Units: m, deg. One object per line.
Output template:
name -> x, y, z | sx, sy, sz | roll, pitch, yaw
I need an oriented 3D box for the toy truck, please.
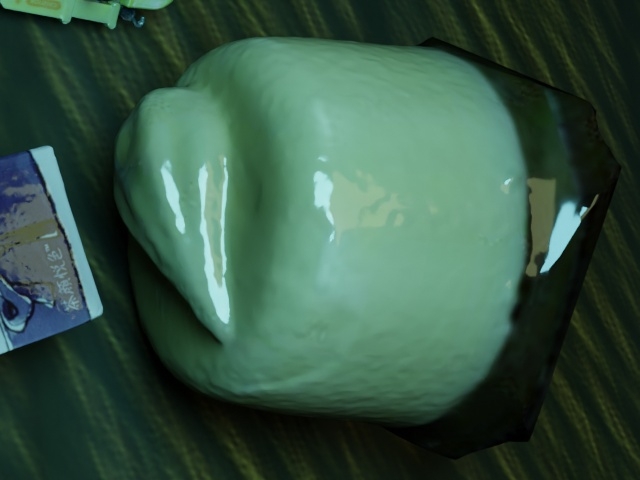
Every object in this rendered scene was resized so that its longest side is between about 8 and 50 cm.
toy truck -> -0.186, -0.222, 1.224 | 0.169, 0.077, 0.100 | -2, 115, -45

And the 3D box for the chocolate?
chocolate -> 0.000, 0.000, 1.182 | 0.297, 0.326, 0.314 | -2, 115, -44

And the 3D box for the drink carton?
drink carton -> -0.280, 0.027, 1.076 | 0.222, 0.102, 0.134 | -20, 96, -42
